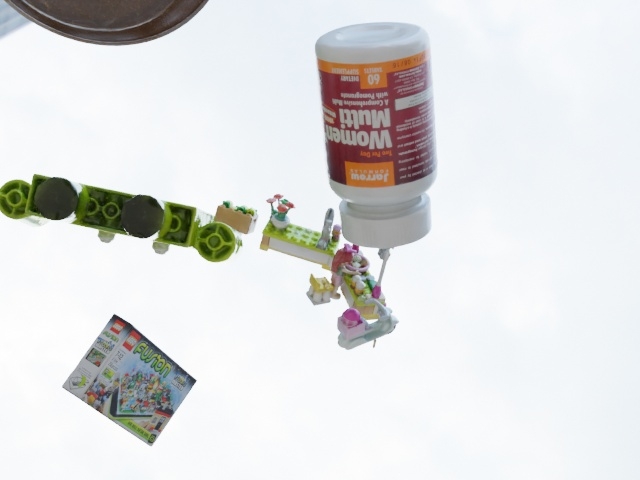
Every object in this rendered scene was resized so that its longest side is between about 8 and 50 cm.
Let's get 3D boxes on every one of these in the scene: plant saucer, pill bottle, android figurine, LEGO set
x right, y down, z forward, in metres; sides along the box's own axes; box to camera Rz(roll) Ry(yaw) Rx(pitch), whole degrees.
[{"bbox_3d":[-0.139,-0.196,0.686,0.168,0.168,0.029,52,-27,-9],"label":"plant saucer"},{"bbox_3d":[0.062,-0.111,1.197,0.121,0.121,0.221,5,-64,25],"label":"pill bottle"},{"bbox_3d":[-0.203,-0.022,1.180,0.248,0.273,0.056,11,-93,0],"label":"android figurine"},{"bbox_3d":[0.000,0.000,1.337,0.287,0.132,0.107,42,-45,33],"label":"LEGO set"}]

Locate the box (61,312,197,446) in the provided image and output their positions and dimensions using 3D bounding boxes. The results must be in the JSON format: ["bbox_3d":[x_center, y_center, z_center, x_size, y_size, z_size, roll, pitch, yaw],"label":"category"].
[{"bbox_3d":[-0.246,0.188,1.486,0.036,0.114,0.207,27,-14,29],"label":"box"}]
